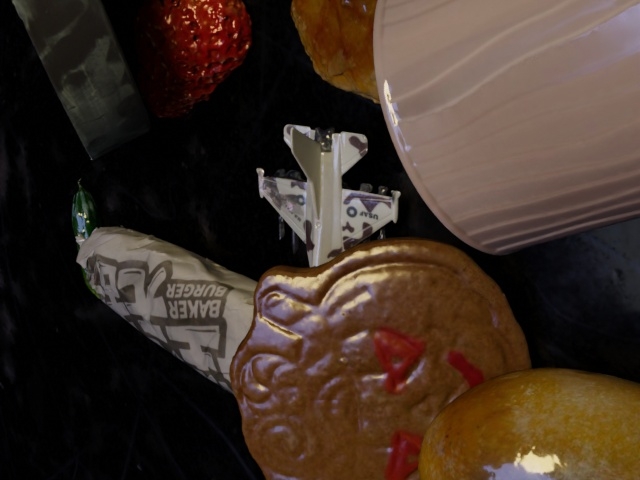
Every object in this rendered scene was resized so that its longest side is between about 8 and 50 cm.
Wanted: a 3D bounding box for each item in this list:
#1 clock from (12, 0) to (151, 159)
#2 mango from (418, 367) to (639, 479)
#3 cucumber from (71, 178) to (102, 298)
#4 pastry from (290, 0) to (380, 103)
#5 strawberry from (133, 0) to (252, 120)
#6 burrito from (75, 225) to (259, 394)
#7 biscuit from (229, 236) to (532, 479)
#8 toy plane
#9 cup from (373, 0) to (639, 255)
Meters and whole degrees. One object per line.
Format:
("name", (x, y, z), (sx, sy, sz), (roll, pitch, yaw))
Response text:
("clock", (-0.277, -0.273, 0.876), (0.386, 0.076, 0.386), (156, 90, -82))
("mango", (0.224, 0.195, 0.616), (0.316, 0.146, 0.193), (10, 110, 21))
("cucumber", (-0.307, 0.001, 1.146), (0.039, 0.039, 0.168), (5, 106, 43))
("pastry", (0.053, -0.207, 0.692), (0.182, 0.093, 0.192), (26, 118, 43))
("strawberry", (-0.149, -0.201, 0.911), (0.121, 0.082, 0.188), (49, 127, 19))
("burrito", (-0.151, 0.070, 0.946), (0.445, 0.101, 0.139), (21, 141, 45))
("biscuit", (0.051, 0.132, 0.736), (0.257, 0.049, 0.273), (-6, 104, 9))
("toy plane", (0.008, -0.012, 0.820), (0.160, 0.082, 0.234), (12, 124, 31))
("cup", (0.197, -0.151, 0.524), (0.273, 0.208, 0.288), (-14, 53, 45))
